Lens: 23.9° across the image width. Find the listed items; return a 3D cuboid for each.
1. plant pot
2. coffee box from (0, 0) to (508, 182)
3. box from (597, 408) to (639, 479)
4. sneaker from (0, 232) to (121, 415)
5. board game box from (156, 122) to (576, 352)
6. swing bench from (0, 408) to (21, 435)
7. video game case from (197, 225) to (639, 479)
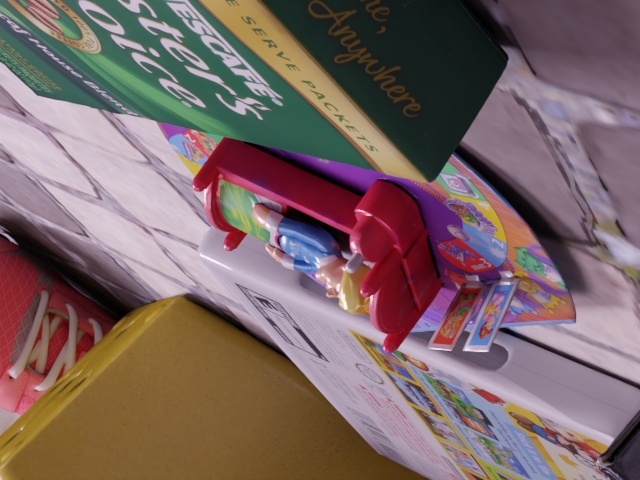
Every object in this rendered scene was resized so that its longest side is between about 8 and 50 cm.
[{"bbox_3d":[-0.086,0.150,0.898,0.187,0.212,0.212,48,163,-8],"label":"plant pot"},{"bbox_3d":[-0.053,-0.073,0.380,0.184,0.040,0.113,17,159,47],"label":"coffee box"},{"bbox_3d":[0.235,0.173,0.414,0.295,0.073,0.293,37,171,39],"label":"box"},{"bbox_3d":[-0.158,0.081,1.031,0.136,0.116,0.314,11,163,32],"label":"sneaker"},{"bbox_3d":[0.000,0.000,0.495,0.133,0.033,0.168,41,160,-17],"label":"board game box"},{"bbox_3d":[-0.209,0.215,1.236,0.254,0.253,0.165,34,165,-7],"label":"swing bench"},{"bbox_3d":[0.072,0.083,0.666,0.206,0.026,0.227,23,162,34],"label":"video game case"}]
